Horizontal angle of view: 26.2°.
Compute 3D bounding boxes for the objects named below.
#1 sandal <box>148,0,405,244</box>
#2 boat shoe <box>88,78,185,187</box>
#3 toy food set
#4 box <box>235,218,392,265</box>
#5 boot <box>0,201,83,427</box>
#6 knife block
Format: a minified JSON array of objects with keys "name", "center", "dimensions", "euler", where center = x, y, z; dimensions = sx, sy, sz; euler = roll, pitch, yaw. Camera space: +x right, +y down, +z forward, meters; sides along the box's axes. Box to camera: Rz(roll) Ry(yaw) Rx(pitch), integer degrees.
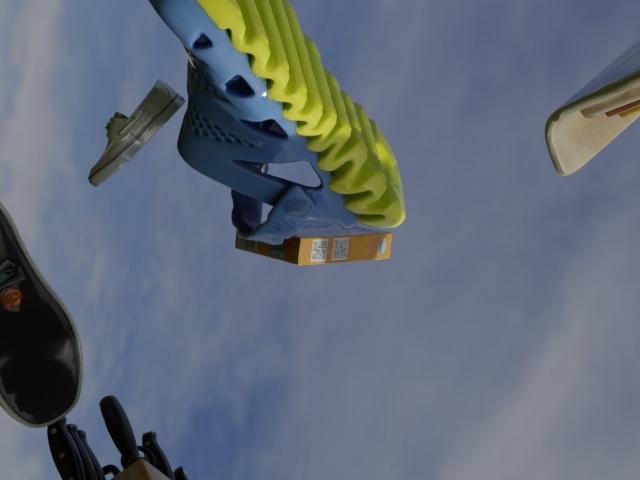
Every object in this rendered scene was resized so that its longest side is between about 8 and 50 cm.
[{"name":"sandal","center":[-0.051,-0.091,1.033],"dimensions":[0.138,0.317,0.126],"euler":[-22,-134,14]},{"name":"boat shoe","center":[-0.152,-0.086,1.087],"dimensions":[0.100,0.035,0.035],"euler":[-46,-172,-1]},{"name":"toy food set","center":[0.324,-0.141,1.010],"dimensions":[0.092,0.220,0.306],"euler":[54,-26,-7]},{"name":"box","center":[0.000,0.000,1.233],"dimensions":[0.081,0.136,0.028],"euler":[14,-80,42]},{"name":"boot","center":[-0.295,0.037,1.213],"dimensions":[0.176,0.088,0.244],"euler":[32,-36,54]},{"name":"knife block","center":[-0.160,0.251,1.179],"dimensions":[0.088,0.242,0.275],"euler":[-36,-177,3]}]
